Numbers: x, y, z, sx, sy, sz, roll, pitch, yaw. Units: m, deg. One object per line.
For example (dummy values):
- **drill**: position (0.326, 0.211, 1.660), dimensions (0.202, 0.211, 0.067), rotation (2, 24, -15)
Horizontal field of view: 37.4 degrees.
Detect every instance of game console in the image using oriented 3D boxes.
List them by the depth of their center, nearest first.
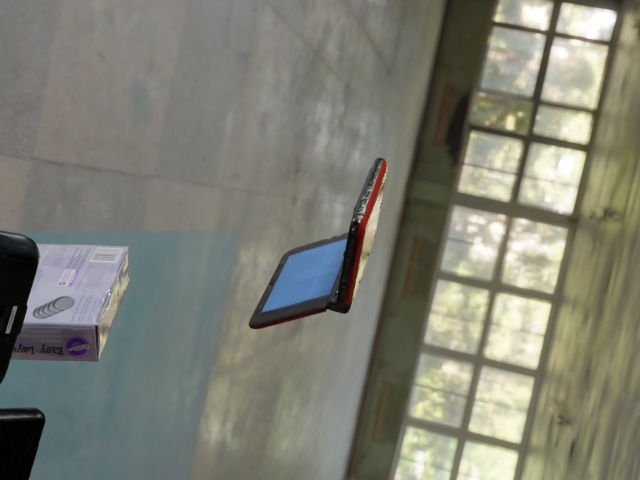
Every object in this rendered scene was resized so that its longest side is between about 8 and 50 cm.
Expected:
- **game console**: position (0.000, 0.000, 0.817), dimensions (0.144, 0.085, 0.124), rotation (-67, 167, -60)
- **game console**: position (-0.408, 0.161, 1.110), dimensions (0.213, 0.044, 0.361), rotation (10, 102, -49)

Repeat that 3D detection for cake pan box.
- **cake pan box**: position (-0.422, 0.081, 1.392), dimensions (0.267, 0.246, 0.070), rotation (-94, -173, -65)
